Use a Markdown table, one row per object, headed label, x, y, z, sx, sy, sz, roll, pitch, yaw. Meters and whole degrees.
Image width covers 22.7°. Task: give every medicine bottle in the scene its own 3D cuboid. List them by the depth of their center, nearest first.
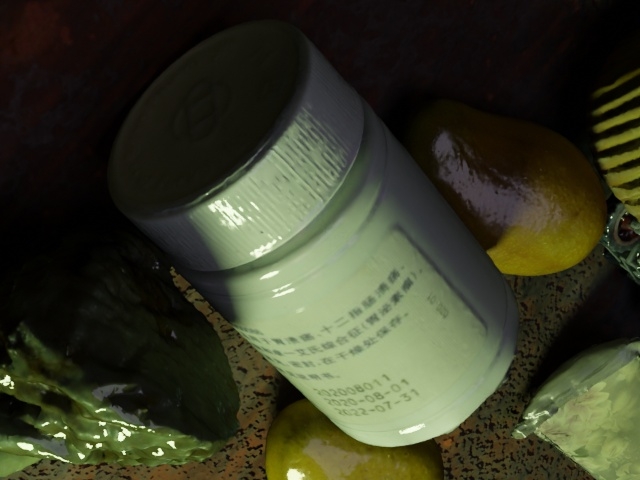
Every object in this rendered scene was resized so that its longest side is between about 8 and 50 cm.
| label | x | y | z | sx | sy | sz | roll | pitch | yaw |
| --- | --- | --- | --- | --- | --- | --- | --- | --- | --- |
| medicine bottle | 0.000 | 0.000 | 1.226 | 0.190 | 0.190 | 0.332 | -47 | 131 | -7 |

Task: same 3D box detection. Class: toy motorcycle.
| label | x | y | z | sx | sy | sz | roll | pitch | yaw |
| --- | --- | --- | --- | --- | --- | --- | --- | --- | --- |
| toy motorcycle | 0.334 | -0.003 | 1.540 | 0.122 | 0.080 | 0.215 | -47 | 136 | -4 |

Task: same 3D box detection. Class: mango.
| label | x | y | z | sx | sy | sz | roll | pitch | yaw |
| --- | --- | --- | --- | --- | --- | --- | --- | --- | --- |
| mango | 0.151 | -0.046 | 1.374 | 0.227 | 0.099 | 0.136 | 28 | 99 | -33 |
| mango | 0.027 | 0.199 | 1.409 | 0.137 | 0.098 | 0.195 | -49 | 123 | -2 |

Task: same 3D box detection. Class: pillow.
| label | x | y | z | sx | sy | sz | roll | pitch | yaw |
| --- | --- | --- | --- | --- | --- | --- | --- | --- | --- |
| pillow | 0.303 | 0.183 | 1.615 | 0.169 | 0.059 | 0.255 | -40 | 132 | 9 |

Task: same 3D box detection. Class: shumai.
| label | x | y | z | sx | sy | sz | roll | pitch | yaw |
| --- | --- | --- | --- | --- | --- | --- | --- | --- | --- |
| shumai | -0.190 | 0.102 | 1.134 | 0.218 | 0.256 | 0.189 | -25 | 94 | 8 |

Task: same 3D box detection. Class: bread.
| label | x | y | z | sx | sy | sz | roll | pitch | yaw |
| --- | --- | --- | --- | --- | --- | --- | --- | --- | --- |
| bread | 0.360 | -0.086 | 1.411 | 0.253 | 0.142 | 0.227 | 34 | 63 | -13 |
